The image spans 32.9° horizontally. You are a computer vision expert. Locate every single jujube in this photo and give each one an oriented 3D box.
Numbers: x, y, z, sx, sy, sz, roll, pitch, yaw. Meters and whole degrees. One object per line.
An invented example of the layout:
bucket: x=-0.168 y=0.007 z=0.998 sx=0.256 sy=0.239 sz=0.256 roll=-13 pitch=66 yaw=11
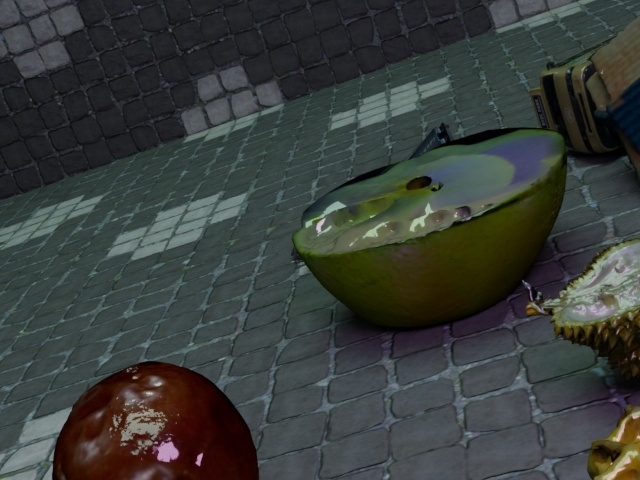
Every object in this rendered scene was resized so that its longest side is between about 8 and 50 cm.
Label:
jujube: x=-0.170 y=0.232 z=1.123 sx=0.223 sy=0.223 sz=0.318 roll=-23 pitch=10 yaw=-5

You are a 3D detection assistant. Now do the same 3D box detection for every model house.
model house: x=0.586 y=-0.206 z=1.588 sx=0.312 sy=0.245 sz=0.280 roll=-40 pitch=42 yaw=27

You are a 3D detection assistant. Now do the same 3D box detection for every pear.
pear: x=0.170 y=-0.003 z=1.516 sx=0.399 sy=0.165 sz=0.399 roll=-19 pitch=18 yaw=6

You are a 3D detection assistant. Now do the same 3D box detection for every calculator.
calculator: x=0.187 y=-0.128 z=1.995 sx=0.165 sy=0.028 sz=0.274 roll=-48 pitch=13 yaw=15

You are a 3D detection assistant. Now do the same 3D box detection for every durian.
durian: x=0.340 y=0.080 z=1.129 sx=0.237 sy=0.137 sz=0.193 roll=-10 pitch=23 yaw=21

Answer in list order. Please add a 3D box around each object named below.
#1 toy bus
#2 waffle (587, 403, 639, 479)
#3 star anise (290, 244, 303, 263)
toy bus: x=0.556 y=-0.284 z=1.907 sx=0.365 sy=0.177 sz=0.202 roll=-26 pitch=15 yaw=-25
waffle: x=0.343 y=0.202 z=0.766 sx=0.324 sy=0.151 sz=0.261 roll=-12 pitch=16 yaw=30
star anise: x=-0.008 y=0.006 z=1.867 sx=0.124 sy=0.056 sz=0.129 roll=-23 pitch=11 yaw=35
